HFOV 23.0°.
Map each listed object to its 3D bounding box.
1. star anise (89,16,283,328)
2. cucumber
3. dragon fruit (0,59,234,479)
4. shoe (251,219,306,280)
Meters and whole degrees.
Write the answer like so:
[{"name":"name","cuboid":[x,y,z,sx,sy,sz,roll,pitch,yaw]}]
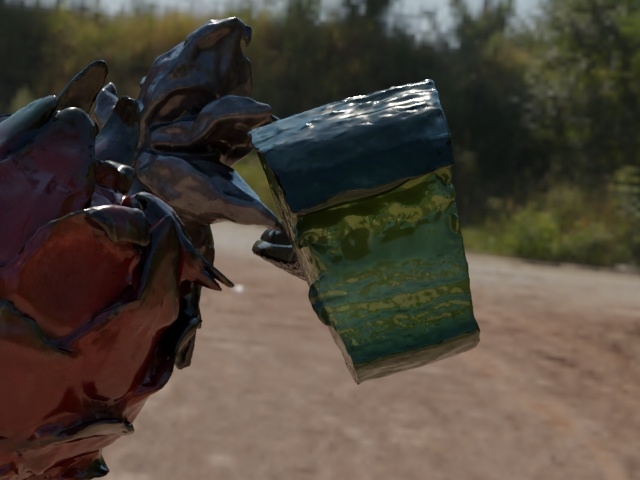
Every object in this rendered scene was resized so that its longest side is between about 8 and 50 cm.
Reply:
[{"name":"star anise","cuboid":[-0.164,-0.048,1.470,0.139,0.359,0.316,16,8,-37]},{"name":"cucumber","cuboid":[0.033,-0.009,1.060,0.130,0.191,0.191,-14,2,3]},{"name":"dragon fruit","cuboid":[-0.170,0.025,0.895,0.193,0.274,0.192,12,1,-40]},{"name":"shoe","cuboid":[0.000,0.000,1.452,0.074,0.077,0.194,29,-5,-20]}]
